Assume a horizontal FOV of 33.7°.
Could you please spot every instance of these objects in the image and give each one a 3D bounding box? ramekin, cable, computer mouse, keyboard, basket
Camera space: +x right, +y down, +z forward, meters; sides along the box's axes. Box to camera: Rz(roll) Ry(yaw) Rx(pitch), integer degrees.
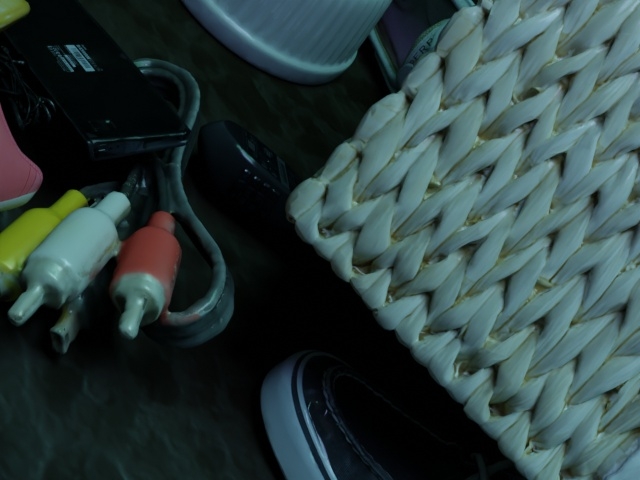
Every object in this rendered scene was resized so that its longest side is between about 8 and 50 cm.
[{"bbox_3d":[-0.027,-0.248,0.923,0.207,0.109,0.207,27,39,-25],"label":"ramekin"},{"bbox_3d":[-0.104,-0.036,0.637,0.139,0.072,0.287,7,44,7],"label":"cable"},{"bbox_3d":[0.000,0.000,0.775,0.242,0.041,0.071,41,13,-17],"label":"computer mouse"},{"bbox_3d":[-0.167,-0.101,0.671,0.100,0.038,0.192,-9,41,-36],"label":"keyboard"},{"bbox_3d":[0.184,-0.043,0.667,0.266,0.328,0.331,43,10,2],"label":"basket"}]

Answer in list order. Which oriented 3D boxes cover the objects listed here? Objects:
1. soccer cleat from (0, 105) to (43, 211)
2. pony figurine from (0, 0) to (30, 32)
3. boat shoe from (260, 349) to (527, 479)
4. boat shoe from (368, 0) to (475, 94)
[{"bbox_3d":[-0.249,-0.148,0.593,0.116,0.108,0.318,2,58,-47],"label":"soccer cleat"},{"bbox_3d":[-0.326,-0.164,0.371,0.363,0.351,0.303,58,35,-17],"label":"pony figurine"},{"bbox_3d":[0.091,0.173,0.632,0.301,0.102,0.108,50,35,5],"label":"boat shoe"},{"bbox_3d":[0.095,-0.193,0.983,0.103,0.118,0.320,24,36,-40],"label":"boat shoe"}]
